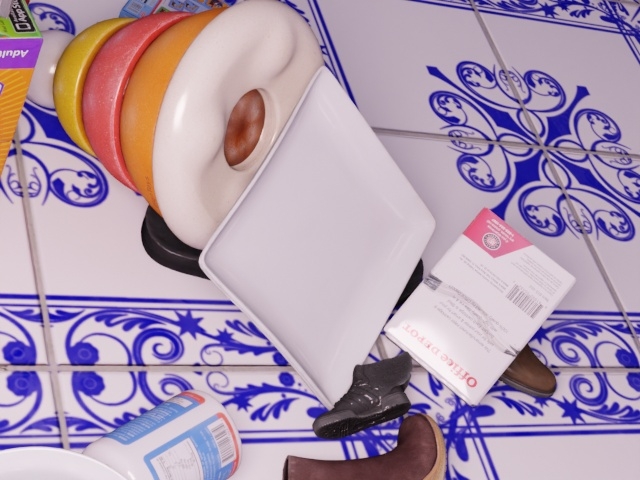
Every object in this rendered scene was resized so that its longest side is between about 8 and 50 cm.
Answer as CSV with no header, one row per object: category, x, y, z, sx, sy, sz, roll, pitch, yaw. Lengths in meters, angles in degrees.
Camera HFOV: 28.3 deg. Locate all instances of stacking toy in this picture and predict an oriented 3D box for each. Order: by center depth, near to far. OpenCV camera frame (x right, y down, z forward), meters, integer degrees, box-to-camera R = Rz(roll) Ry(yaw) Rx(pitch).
stacking toy,-0.263,-0.214,1.807,0.479,0.351,0.350,21,36,29

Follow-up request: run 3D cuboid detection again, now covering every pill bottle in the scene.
pill bottle,-0.210,0.275,1.509,0.221,0.124,0.124,-26,66,-42

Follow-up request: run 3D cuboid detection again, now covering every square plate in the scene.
square plate,0.000,0.000,1.745,0.344,0.049,0.347,51,57,-36

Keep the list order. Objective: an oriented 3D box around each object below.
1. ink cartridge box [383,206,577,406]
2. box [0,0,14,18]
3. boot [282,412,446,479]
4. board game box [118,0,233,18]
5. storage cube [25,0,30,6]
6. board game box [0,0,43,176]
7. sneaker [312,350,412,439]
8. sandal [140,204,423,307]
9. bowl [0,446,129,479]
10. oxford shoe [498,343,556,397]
ink cartridge box,0.229,0.100,1.849,0.172,0.100,0.237,39,85,9
box,-0.456,-0.371,1.496,0.231,0.056,0.183,18,44,-13
boot,0.056,0.302,1.661,0.206,0.090,0.248,16,39,-10
board game box,-0.221,-0.374,2.172,0.211,0.039,0.160,27,43,-4
storage cube,-0.552,-0.448,1.932,0.193,0.215,0.184,-16,59,-46
board game box,-0.610,-0.241,1.592,0.356,0.356,0.357,-8,55,-35
sneaker,0.058,0.212,1.753,0.170,0.051,0.089,-14,52,-14
sandal,-0.038,0.007,1.868,0.445,0.107,0.168,10,46,-21
bowl,-0.303,0.376,1.326,0.297,0.134,0.298,6,62,-11
oxford shoe,0.278,0.145,1.924,0.227,0.096,0.083,44,33,8
